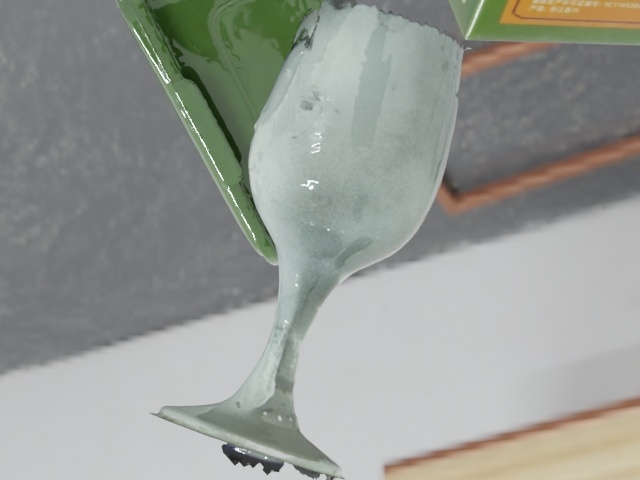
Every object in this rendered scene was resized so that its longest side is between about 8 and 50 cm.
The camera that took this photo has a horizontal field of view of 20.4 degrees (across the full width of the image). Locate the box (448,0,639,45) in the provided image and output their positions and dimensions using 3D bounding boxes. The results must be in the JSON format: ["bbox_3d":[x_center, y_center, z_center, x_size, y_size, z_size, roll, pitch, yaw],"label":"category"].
[{"bbox_3d":[0.145,-0.193,0.758,0.195,0.177,0.148,-1,140,-19],"label":"box"}]

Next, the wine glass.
[{"bbox_3d":[0.000,0.000,1.203,0.143,0.321,0.143,20,174,2],"label":"wine glass"}]

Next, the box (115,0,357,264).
[{"bbox_3d":[-0.045,-0.176,1.564,0.177,0.253,0.329,-22,122,11],"label":"box"}]
